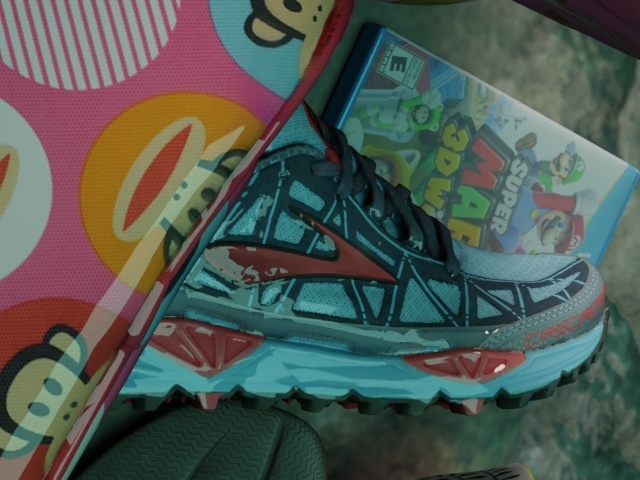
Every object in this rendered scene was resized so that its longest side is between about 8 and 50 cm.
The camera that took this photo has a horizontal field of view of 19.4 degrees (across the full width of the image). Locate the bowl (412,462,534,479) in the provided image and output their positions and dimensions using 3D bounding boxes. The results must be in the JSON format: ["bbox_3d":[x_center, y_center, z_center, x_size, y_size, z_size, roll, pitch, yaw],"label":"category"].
[{"bbox_3d":[0.029,0.167,0.782,0.080,0.170,0.170,14,97,-4],"label":"bowl"}]

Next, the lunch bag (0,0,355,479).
[{"bbox_3d":[-0.160,-0.040,0.572,0.258,0.120,0.293,35,83,-11],"label":"lunch bag"}]

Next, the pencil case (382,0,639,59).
[{"bbox_3d":[0.109,-0.123,0.583,0.167,0.386,0.160,-14,110,-19],"label":"pencil case"}]

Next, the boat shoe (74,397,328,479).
[{"bbox_3d":[-0.084,0.216,0.741,0.324,0.123,0.116,-64,160,-12],"label":"boat shoe"}]

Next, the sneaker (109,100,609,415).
[{"bbox_3d":[0.000,0.000,0.710,0.262,0.104,0.125,2,98,-24],"label":"sneaker"}]

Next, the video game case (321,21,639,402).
[{"bbox_3d":[0.059,-0.008,0.815,0.166,0.015,0.119,25,90,-36],"label":"video game case"}]
